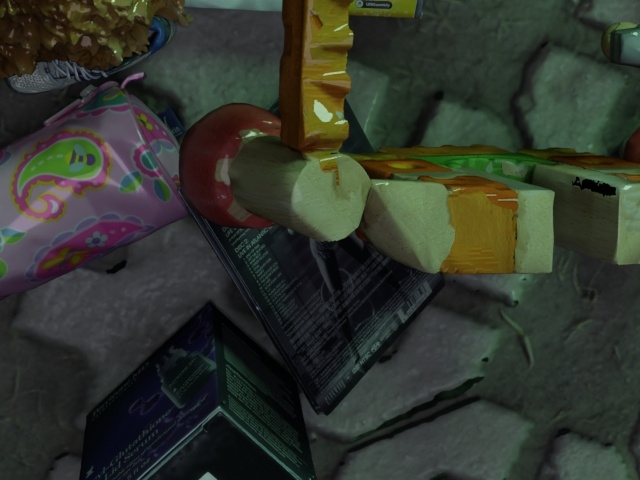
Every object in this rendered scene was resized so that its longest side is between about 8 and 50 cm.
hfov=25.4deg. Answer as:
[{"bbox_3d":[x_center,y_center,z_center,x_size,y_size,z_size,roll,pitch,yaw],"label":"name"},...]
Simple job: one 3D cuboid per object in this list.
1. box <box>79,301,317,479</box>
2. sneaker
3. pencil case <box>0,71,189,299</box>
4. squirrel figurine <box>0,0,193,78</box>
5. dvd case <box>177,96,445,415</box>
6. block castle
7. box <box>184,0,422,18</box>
[{"bbox_3d":[-0.098,0.165,1.100,0.153,0.207,0.108,-43,109,8],"label":"box"},{"bbox_3d":[-0.174,-0.143,1.059,0.135,0.058,0.052,-22,111,2],"label":"sneaker"},{"bbox_3d":[-0.233,-0.017,1.066,0.284,0.124,0.124,-27,111,3],"label":"pencil case"},{"bbox_3d":[-0.255,-0.267,0.907,0.370,0.281,0.397,-45,136,1],"label":"squirrel figurine"},{"bbox_3d":[0.000,0.000,1.097,0.164,0.018,0.221,-45,119,-30],"label":"dvd case"},{"bbox_3d":[0.134,-0.147,0.982,0.453,0.213,0.303,-2,101,-26],"label":"block castle"},{"bbox_3d":[-0.034,-0.250,1.044,0.233,0.044,0.159,2,110,-8],"label":"box"}]
